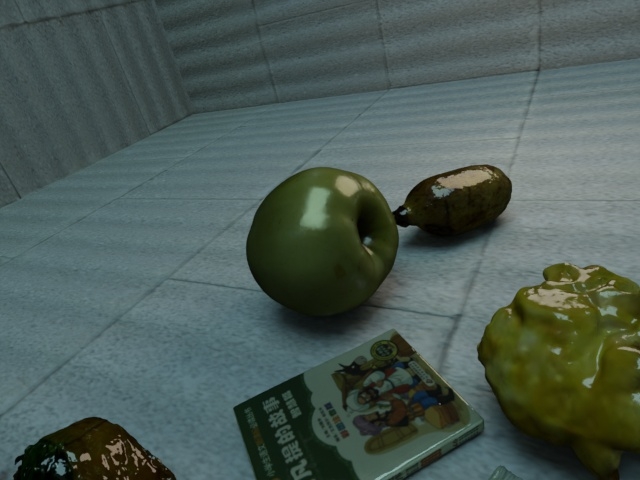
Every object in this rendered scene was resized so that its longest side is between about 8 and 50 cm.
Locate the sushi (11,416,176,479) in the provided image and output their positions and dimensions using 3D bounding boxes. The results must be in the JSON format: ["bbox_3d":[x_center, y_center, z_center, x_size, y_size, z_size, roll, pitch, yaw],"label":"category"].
[{"bbox_3d":[-0.277,0.277,0.496,0.287,0.149,0.140,12,41,31],"label":"sushi"}]

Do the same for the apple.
[{"bbox_3d":[0.000,0.000,0.765,0.262,0.263,0.262,-11,28,6],"label":"apple"}]

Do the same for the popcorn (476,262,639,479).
[{"bbox_3d":[0.297,0.130,0.467,0.190,0.192,0.253,9,14,-36],"label":"popcorn"}]

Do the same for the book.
[{"bbox_3d":[0.036,0.227,0.567,0.264,0.027,0.202,-22,30,-14],"label":"book"}]

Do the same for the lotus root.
[{"bbox_3d":[0.265,-0.078,0.903,0.260,0.129,0.145,-15,14,-12],"label":"lotus root"}]

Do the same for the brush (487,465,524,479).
[{"bbox_3d":[0.126,0.318,0.377,0.272,0.014,0.103,-33,33,-30],"label":"brush"}]
